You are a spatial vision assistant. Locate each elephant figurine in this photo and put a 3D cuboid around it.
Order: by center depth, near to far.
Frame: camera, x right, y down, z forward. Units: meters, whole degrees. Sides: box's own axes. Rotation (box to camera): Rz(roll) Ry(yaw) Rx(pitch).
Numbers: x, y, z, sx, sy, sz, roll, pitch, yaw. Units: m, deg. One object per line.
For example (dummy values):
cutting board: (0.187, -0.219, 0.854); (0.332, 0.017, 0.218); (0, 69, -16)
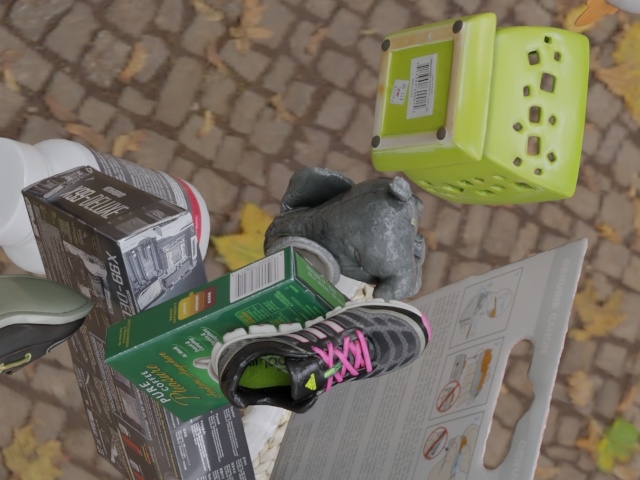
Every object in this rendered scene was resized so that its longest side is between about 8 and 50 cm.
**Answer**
elephant figurine: (0.000, 0.000, 1.618); (0.239, 0.169, 0.186); (2, 102, 12)

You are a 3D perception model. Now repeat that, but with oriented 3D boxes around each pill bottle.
pill bottle: (-0.308, -0.032, 1.748); (0.318, 0.176, 0.176); (18, 89, -52)

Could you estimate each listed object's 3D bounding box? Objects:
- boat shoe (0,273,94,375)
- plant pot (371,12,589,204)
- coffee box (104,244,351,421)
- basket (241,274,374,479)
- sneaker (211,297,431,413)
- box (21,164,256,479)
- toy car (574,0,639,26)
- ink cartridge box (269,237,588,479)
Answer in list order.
boat shoe: (-0.275, 0.078, 1.116); (0.227, 0.081, 0.069); (-10, 122, -63)
plant pot: (0.201, -0.179, 1.788); (0.207, 0.227, 0.228); (13, 81, -39)
coffee box: (-0.070, 0.078, 1.080); (0.184, 0.040, 0.113); (-25, 136, 22)
basket: (0.019, 0.278, 1.804); (0.266, 0.328, 0.331); (30, 43, 0)
sneaker: (0.000, 0.092, 0.998); (0.170, 0.075, 0.063); (-10, 113, 5)
box: (-0.172, 0.099, 1.273); (0.076, 0.242, 0.307); (-22, 112, -26)
toy car: (0.294, -0.279, 1.157); (0.219, 0.210, 0.238); (40, 109, 18)
ink cartridge box: (0.090, 0.189, 1.166); (0.091, 0.385, 0.308); (35, 55, -23)
